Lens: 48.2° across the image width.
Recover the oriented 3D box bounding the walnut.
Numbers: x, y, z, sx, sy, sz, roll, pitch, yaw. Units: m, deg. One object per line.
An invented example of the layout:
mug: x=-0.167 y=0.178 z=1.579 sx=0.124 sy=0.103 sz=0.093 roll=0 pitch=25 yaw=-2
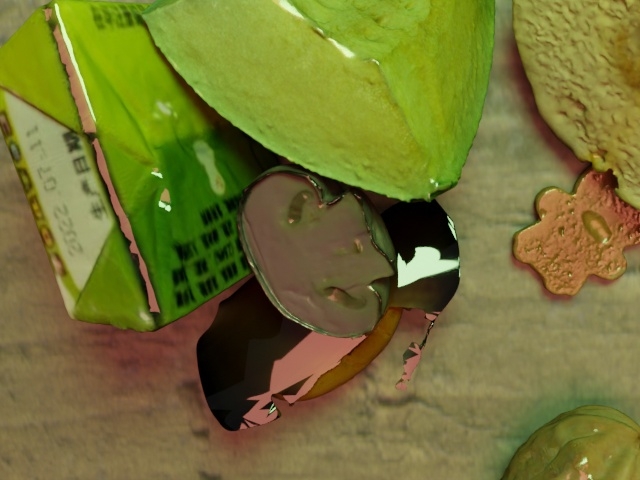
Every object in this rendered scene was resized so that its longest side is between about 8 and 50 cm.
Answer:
walnut: x=0.294 y=0.309 z=0.805 sx=0.198 sy=0.198 sz=0.245 roll=34 pitch=101 yaw=1

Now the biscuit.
biscuit: x=0.307 y=-0.021 z=0.815 sx=0.133 sy=0.027 sz=0.184 roll=34 pitch=103 yaw=1

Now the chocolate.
chocolate: x=-0.167 y=-0.085 z=0.741 sx=0.137 sy=0.301 sz=0.288 roll=-12 pitch=100 yaw=25

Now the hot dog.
hot dog: x=0.020 y=0.094 z=0.838 sx=0.326 sy=0.107 sz=0.194 roll=-21 pitch=80 yaw=7

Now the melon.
melon: x=0.051 y=-0.248 z=0.694 sx=0.331 sy=0.343 sz=0.226 roll=28 pitch=142 yaw=13

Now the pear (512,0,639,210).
pear: x=0.359 y=-0.208 z=0.626 sx=0.340 sy=0.386 sz=0.191 roll=43 pitch=69 yaw=14

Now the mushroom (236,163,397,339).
mushroom: x=0.000 y=0.000 z=0.731 sx=0.141 sy=0.117 sz=0.188 roll=-26 pitch=107 yaw=16
